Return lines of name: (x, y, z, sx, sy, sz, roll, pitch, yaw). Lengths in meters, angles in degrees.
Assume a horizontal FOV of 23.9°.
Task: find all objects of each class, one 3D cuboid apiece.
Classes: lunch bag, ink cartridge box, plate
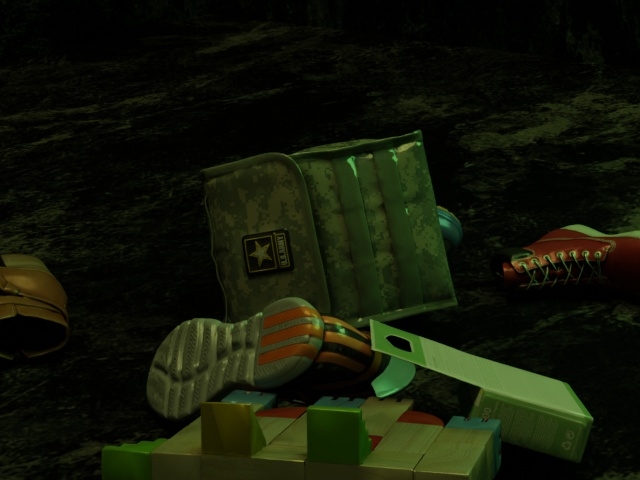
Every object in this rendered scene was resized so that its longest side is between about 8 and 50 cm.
lunch bag: (0.000, 0.000, 1.902, 0.287, 0.235, 0.169, -11, 0, -13)
ink cartridge box: (0.157, 0.156, 1.586, 0.235, 0.056, 0.171, 16, 7, -1)
plate: (0.021, 0.150, 1.823, 0.188, 0.024, 0.188, -3, 19, 1)

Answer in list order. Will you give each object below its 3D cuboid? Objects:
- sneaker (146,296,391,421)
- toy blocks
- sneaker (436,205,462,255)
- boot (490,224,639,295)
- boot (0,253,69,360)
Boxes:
sneaker: (-0.050, 0.159, 1.686, 0.180, 0.124, 0.321, 24, -24, -35)
toy blocks: (0.021, 0.221, 1.437, 0.381, 0.190, 0.261, 2, 8, 15)
sneaker: (0.054, 0.021, 2.110, 0.297, 0.111, 0.131, -4, 37, 1)
boot: (0.345, 0.042, 2.009, 0.176, 0.088, 0.244, -15, 15, -32)
boot: (-0.466, 0.099, 1.943, 0.283, 0.109, 0.220, -1, 22, -19)
